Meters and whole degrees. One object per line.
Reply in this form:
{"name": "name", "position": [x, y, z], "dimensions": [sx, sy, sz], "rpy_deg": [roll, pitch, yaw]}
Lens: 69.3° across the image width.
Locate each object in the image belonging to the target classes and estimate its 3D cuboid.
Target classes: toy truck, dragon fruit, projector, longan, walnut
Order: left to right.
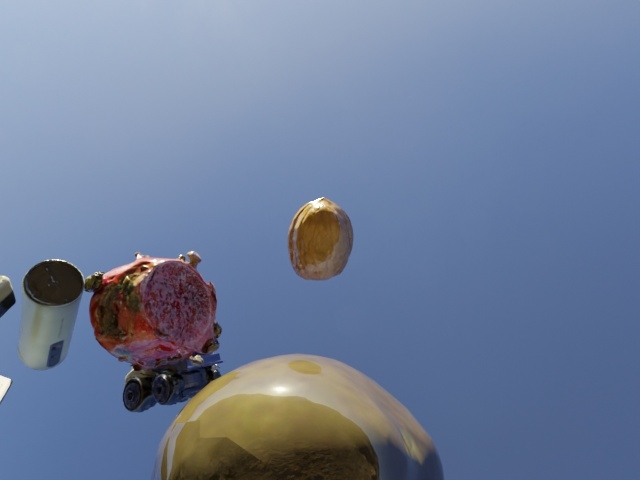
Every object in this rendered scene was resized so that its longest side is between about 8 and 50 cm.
{"name": "projector", "position": [-0.585, 0.170, 0.994], "dimensions": [0.337, 0.108, 0.108], "rpy_deg": [-50, -131, 43]}
{"name": "dragon fruit", "position": [-0.281, 0.126, 0.853], "dimensions": [0.147, 0.282, 0.211], "rpy_deg": [-33, -151, 21]}
{"name": "toy truck", "position": [-0.333, 0.276, 1.036], "dimensions": [0.213, 0.161, 0.177], "rpy_deg": [-21, -105, 27]}
{"name": "longan", "position": [-0.030, 0.319, 0.604], "dimensions": [0.404, 0.404, 0.336], "rpy_deg": [-17, -126, 10]}
{"name": "walnut", "position": [0.000, 0.000, 0.962], "dimensions": [0.144, 0.144, 0.180], "rpy_deg": [18, -70, 24]}

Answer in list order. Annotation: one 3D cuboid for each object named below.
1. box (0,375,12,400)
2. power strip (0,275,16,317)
{"name": "box", "position": [-0.689, 0.405, 0.851], "dimensions": [0.200, 0.065, 0.343], "rpy_deg": [-61, -157, -1]}
{"name": "power strip", "position": [-0.598, 0.141, 0.714], "dimensions": [0.105, 0.070, 0.257], "rpy_deg": [2, -151, -1]}
